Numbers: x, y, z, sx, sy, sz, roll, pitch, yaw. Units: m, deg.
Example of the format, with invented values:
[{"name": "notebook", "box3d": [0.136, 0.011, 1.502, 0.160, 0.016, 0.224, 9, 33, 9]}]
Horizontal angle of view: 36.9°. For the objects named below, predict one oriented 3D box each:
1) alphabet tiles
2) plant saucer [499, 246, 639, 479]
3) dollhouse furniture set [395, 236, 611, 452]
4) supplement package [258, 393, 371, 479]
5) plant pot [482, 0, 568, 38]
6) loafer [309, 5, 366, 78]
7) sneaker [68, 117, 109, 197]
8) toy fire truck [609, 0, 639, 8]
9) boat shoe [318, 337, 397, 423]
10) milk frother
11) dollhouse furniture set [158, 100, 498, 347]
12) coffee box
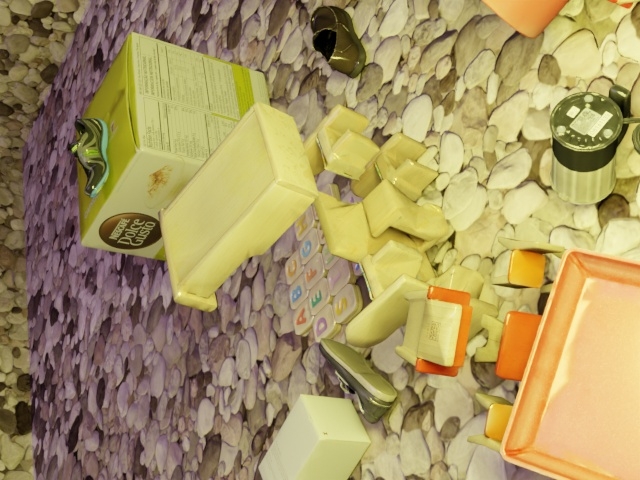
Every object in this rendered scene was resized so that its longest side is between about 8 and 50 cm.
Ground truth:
[{"name": "alphabet tiles", "box3d": [0.010, 0.039, 1.778, 0.278, 0.021, 0.284, -47, 43, 41]}, {"name": "plant saucer", "box3d": [0.354, 0.156, 1.040, 0.259, 0.047, 0.259, 13, 79, 38]}, {"name": "dollhouse furniture set", "box3d": [0.233, 0.126, 1.149, 0.135, 0.259, 0.262, -175, 95, -69]}, {"name": "supplement package", "box3d": [-0.012, 0.362, 1.617, 0.179, 0.105, 0.105, -61, 34, 26]}, {"name": "plant pot", "box3d": [0.288, -0.452, 1.273, 0.243, 0.274, 0.275, -41, 45, 27]}, {"name": "loafer", "box3d": [0.021, -0.397, 1.857, 0.080, 0.078, 0.220, -61, 35, 26]}, {"name": "sneaker", "box3d": [-0.468, -0.166, 1.930, 0.067, 0.078, 0.188, -42, 48, 46]}, {"name": "toy fire truck", "box3d": [0.433, -0.351, 1.191, 0.192, 0.047, 0.135, 38, 112, 56]}, {"name": "boat shoe", "box3d": [0.048, 0.229, 1.596, 0.206, 0.075, 0.065, 39, 110, 51]}, {"name": "milk frother", "box3d": [0.358, -0.101, 1.169, 0.129, 0.135, 0.143, -32, 61, -3]}, {"name": "dollhouse furniture set", "box3d": [0.000, 0.000, 1.432, 0.256, 0.394, 0.362, -44, 44, 29]}, {"name": "coffee box", "box3d": [-0.319, -0.183, 2.093, 0.338, 0.334, 0.338, -47, 42, 41]}]
